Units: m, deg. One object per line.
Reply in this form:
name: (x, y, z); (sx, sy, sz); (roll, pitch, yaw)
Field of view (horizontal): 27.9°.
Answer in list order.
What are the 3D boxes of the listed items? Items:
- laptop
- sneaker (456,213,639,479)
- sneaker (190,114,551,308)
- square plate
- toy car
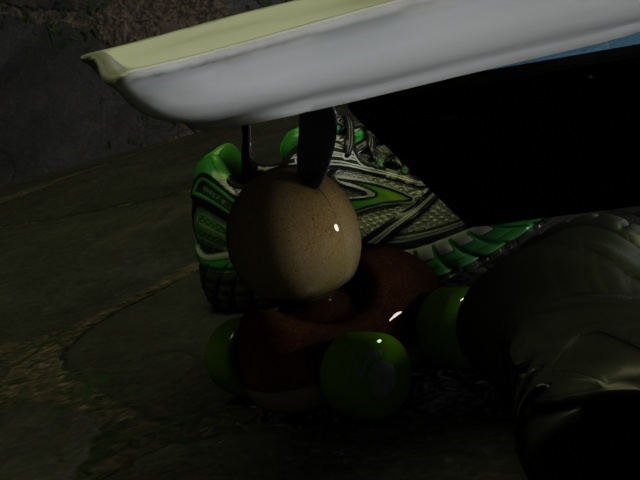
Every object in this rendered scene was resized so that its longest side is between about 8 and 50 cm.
laptop: (0.257, -0.155, 0.837); (0.382, 0.236, 0.408); (-8, -16, 20)
sneaker: (0.126, 0.062, 0.572); (0.130, 0.109, 0.286); (-26, 13, -20)
sneaker: (0.041, -0.039, 1.046); (0.343, 0.146, 0.134); (-9, 13, 21)
square plate: (0.038, -0.126, 0.763); (0.347, 0.049, 0.344); (-14, 12, -10)
toy car: (0.000, 0.000, 0.798); (0.149, 0.188, 0.155); (-23, 14, -35)
